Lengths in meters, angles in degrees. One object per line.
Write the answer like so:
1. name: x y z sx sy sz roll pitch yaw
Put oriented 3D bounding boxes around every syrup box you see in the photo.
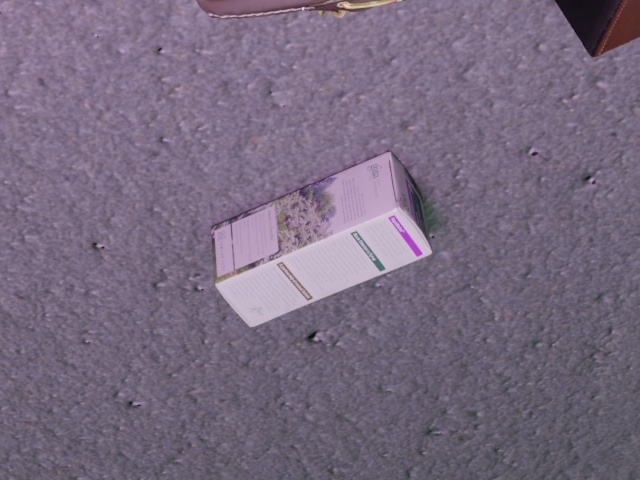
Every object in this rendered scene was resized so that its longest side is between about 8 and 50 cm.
1. syrup box: 0.000 0.000 2.016 0.236 0.093 0.096 -22 136 16

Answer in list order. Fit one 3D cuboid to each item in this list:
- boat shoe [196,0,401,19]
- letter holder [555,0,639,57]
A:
1. boat shoe: 0.033 -0.267 1.715 0.324 0.117 0.097 -17 134 2
2. letter holder: 0.327 -0.330 1.563 0.214 0.152 0.302 -23 160 -17
